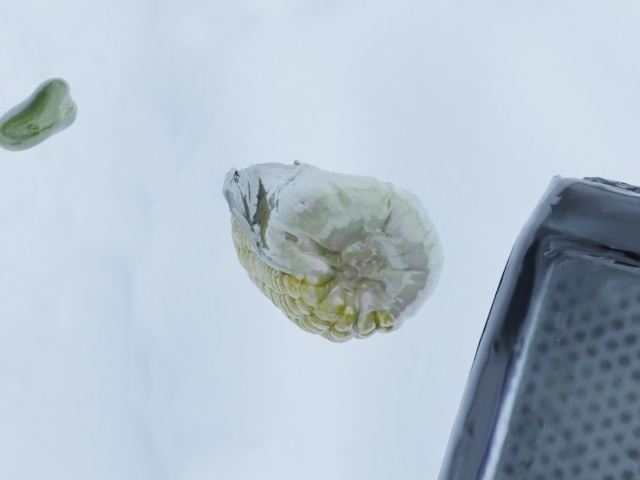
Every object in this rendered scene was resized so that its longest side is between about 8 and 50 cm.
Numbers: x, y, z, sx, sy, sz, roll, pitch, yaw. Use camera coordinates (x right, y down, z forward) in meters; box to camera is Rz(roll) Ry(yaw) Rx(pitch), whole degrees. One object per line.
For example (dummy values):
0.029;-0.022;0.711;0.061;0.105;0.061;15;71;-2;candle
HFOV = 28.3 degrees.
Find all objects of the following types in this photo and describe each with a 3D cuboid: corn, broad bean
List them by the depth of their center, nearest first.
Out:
0.002;-0.004;0.937;0.123;0.305;0.122;-23;103;-9;corn
-0.248;-0.108;1.110;0.083;0.045;0.063;-41;37;-26;broad bean

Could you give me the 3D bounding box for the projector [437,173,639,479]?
0.192;0.194;0.629;0.242;0.395;0.405;16;91;22;projector
